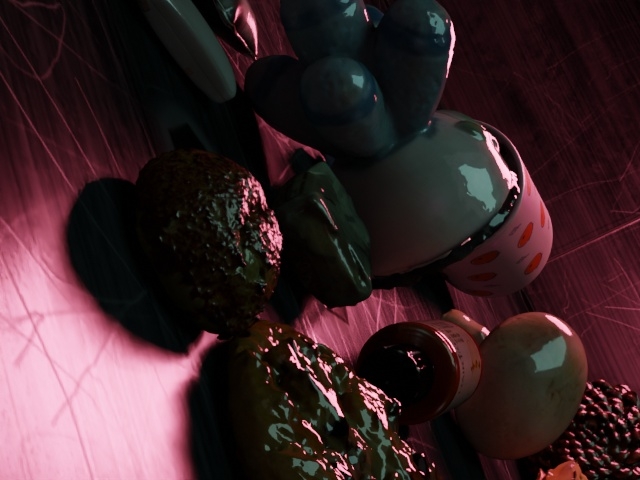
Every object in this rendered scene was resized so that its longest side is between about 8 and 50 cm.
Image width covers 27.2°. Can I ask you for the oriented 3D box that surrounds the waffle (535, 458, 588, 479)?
[{"bbox_3d":[0.337,0.432,1.713,0.261,0.114,0.376,66,13,8],"label":"waffle"}]

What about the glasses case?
[{"bbox_3d":[-0.128,-0.196,1.244,0.164,0.041,0.063,52,15,-40],"label":"glasses case"}]

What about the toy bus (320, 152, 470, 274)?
[{"bbox_3d":[0.106,-0.053,1.714,0.271,0.133,0.164,40,31,-67],"label":"toy bus"}]

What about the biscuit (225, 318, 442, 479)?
[{"bbox_3d":[0.034,0.200,1.028,0.334,0.081,0.289,45,21,-52],"label":"biscuit"}]

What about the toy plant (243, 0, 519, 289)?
[{"bbox_3d":[0.049,-0.142,1.420,0.332,0.247,0.247,60,13,-22],"label":"toy plant"}]

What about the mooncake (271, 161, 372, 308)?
[{"bbox_3d":[0.000,0.000,1.299,0.130,0.073,0.125,58,15,-15],"label":"mooncake"}]

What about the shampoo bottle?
[{"bbox_3d":[0.098,0.135,1.359,0.104,0.104,0.278,66,13,8],"label":"shampoo bottle"}]

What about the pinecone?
[{"bbox_3d":[0.414,0.333,2.055,0.221,0.221,0.221,59,13,-23],"label":"pinecone"}]

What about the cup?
[{"bbox_3d":[0.243,-0.035,2.049,0.317,0.212,0.212,39,27,-64],"label":"cup"}]

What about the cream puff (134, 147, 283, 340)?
[{"bbox_3d":[-0.075,-0.003,0.974,0.149,0.084,0.149,56,16,-26],"label":"cream puff"}]

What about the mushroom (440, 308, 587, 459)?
[{"bbox_3d":[0.238,0.188,1.728,0.206,0.209,0.206,2,90,-67],"label":"mushroom"}]

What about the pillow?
[{"bbox_3d":[-0.102,-0.249,1.421,0.091,0.055,0.136,34,-1,19],"label":"pillow"}]
